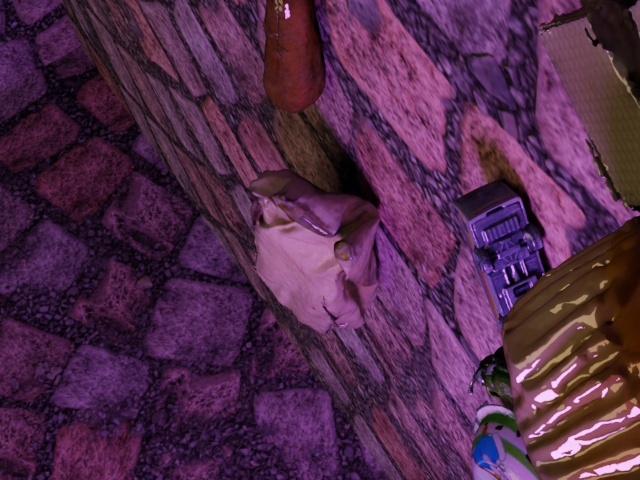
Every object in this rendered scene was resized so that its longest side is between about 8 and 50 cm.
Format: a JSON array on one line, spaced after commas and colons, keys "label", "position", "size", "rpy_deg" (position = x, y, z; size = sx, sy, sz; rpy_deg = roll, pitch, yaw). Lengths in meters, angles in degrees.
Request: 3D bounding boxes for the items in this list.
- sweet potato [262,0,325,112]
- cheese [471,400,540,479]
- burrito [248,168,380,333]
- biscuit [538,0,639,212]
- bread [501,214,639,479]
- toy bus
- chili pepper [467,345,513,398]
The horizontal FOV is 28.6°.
[{"label": "sweet potato", "position": [-0.034, -0.229, 1.435], "size": [0.075, 0.075, 0.273], "rpy_deg": [54, 166, 23]}, {"label": "cheese", "position": [0.250, 0.260, 1.461], "size": [0.204, 0.083, 0.320], "rpy_deg": [53, 156, 26]}, {"label": "burrito", "position": [0.003, 0.001, 1.720], "size": [0.190, 0.135, 0.332], "rpy_deg": [46, 163, 16]}, {"label": "biscuit", "position": [0.219, -0.087, 0.751], "size": [0.147, 0.046, 0.250], "rpy_deg": [61, 170, -7]}, {"label": "bread", "position": [0.270, 0.173, 0.798], "size": [0.389, 0.183, 0.236], "rpy_deg": [56, -146, -5]}, {"label": "toy bus", "position": [0.183, 0.030, 1.202], "size": [0.075, 0.064, 0.190], "rpy_deg": [-116, 1, -58]}, {"label": "chili pepper", "position": [0.234, 0.161, 1.309], "size": [0.279, 0.065, 0.122], "rpy_deg": [34, 149, 56]}]
